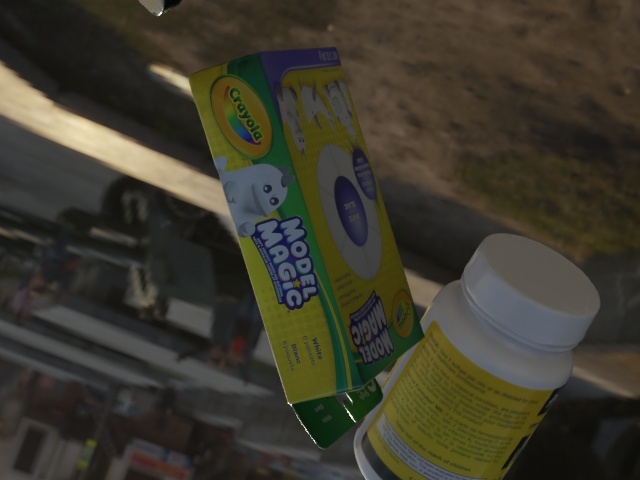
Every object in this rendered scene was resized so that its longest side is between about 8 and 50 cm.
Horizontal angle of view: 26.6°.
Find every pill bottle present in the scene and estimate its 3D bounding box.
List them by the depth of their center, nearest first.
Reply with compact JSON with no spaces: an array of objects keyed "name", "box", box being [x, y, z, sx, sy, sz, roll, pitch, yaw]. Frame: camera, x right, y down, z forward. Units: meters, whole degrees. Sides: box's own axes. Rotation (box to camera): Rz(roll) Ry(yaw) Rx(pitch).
[{"name":"pill bottle","box":[0.119,0.105,1.035,0.119,0.208,0.119,21,-151,-12]}]

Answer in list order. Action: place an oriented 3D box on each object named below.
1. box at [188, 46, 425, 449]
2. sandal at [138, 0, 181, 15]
[{"name":"box","box":[0.000,0.000,0.640,0.043,0.179,0.105,-14,-176,22]},{"name":"sandal","box":[-0.074,-0.144,0.505,0.067,0.040,0.179,52,155,21]}]
